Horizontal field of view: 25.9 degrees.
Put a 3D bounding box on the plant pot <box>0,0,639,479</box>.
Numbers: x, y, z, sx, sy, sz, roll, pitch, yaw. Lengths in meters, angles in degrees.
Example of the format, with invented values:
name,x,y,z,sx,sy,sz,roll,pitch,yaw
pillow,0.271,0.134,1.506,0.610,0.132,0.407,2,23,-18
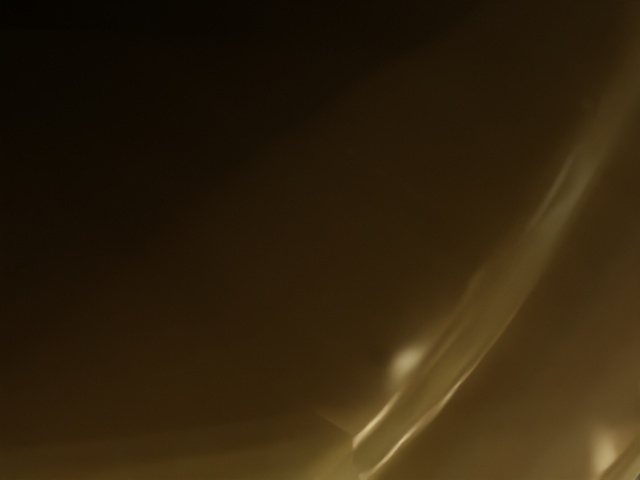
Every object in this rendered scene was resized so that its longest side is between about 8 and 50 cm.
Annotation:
name,x,y,z,sx,sy,sz,roll,pitch,yaw
plant pot,-0.079,-0.057,0.279,0.280,0.323,0.323,37,6,28
